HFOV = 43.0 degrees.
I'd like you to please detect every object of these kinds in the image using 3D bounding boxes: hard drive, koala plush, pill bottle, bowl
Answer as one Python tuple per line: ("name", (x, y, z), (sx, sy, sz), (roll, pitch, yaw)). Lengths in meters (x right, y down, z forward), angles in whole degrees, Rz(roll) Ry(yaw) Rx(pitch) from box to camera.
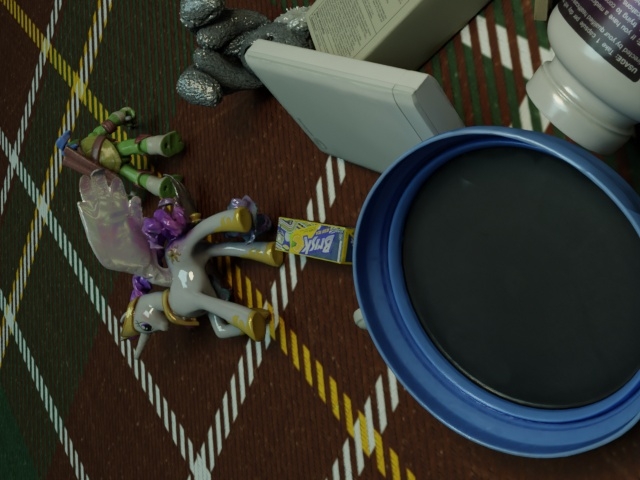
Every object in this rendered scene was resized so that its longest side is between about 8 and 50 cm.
("hard drive", (0.066, -0.165, 1.121), (0.047, 0.233, 0.353), (-52, 41, -10))
("koala plush", (-0.102, -0.325, 1.398), (0.221, 0.203, 0.196), (8, 102, 29))
("pill bottle", (0.358, -0.244, 0.814), (0.323, 0.182, 0.181), (-52, 50, 32))
("bowl", (0.213, 0.057, 0.935), (0.391, 0.077, 0.391), (18, 119, 36))

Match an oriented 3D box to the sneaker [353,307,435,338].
("sneaker", (0.131, 0.121, 1.129), (0.212, 0.080, 0.094), (-15, 86, 47))

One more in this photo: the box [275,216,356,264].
("box", (0.000, 0.000, 1.306), (0.169, 0.054, 0.059), (10, 94, 49))

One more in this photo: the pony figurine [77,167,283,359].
("pony figurine", (-0.250, 0.034, 1.466), (0.364, 0.303, 0.350), (-9, 88, 34))

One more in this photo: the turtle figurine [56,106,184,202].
("turtle figurine", (-0.397, -0.178, 1.757), (0.266, 0.275, 0.197), (12, 72, 30))

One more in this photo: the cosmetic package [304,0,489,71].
("cosmetic package", (0.123, -0.355, 1.156), (0.309, 0.113, 0.160), (-38, 59, 40))

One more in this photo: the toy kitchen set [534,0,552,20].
("toy kitchen set", (0.311, -0.320, 1.001), (0.083, 0.075, 0.068), (9, 51, 18))
